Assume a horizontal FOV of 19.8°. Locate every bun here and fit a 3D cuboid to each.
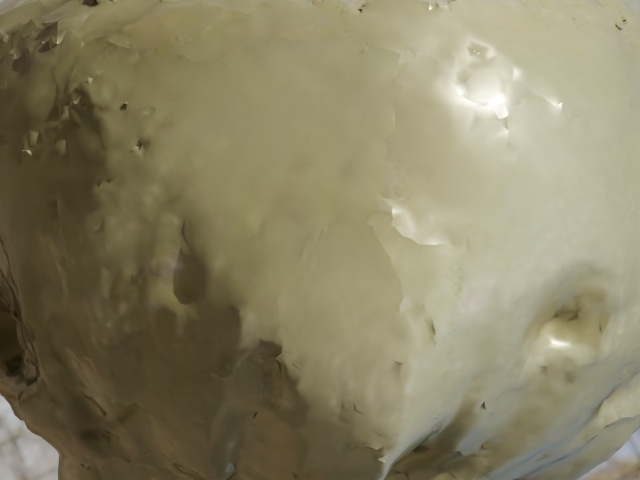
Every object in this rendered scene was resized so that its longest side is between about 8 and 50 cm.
[{"bbox_3d":[0.000,0.000,0.745,0.362,0.326,0.234,5,-76,58],"label":"bun"}]
